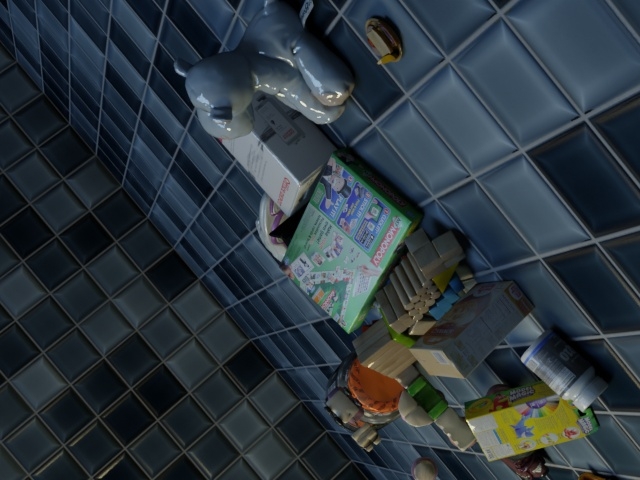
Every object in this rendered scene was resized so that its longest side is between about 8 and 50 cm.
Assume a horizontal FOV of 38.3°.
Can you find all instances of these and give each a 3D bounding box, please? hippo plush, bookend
[{"bbox_3d":[-0.098,-0.266,1.567,0.234,0.236,0.294,45,162,17],"label":"hippo plush"},{"bbox_3d":[0.000,0.000,2.019,0.157,0.156,0.072,55,162,-19],"label":"bookend"}]

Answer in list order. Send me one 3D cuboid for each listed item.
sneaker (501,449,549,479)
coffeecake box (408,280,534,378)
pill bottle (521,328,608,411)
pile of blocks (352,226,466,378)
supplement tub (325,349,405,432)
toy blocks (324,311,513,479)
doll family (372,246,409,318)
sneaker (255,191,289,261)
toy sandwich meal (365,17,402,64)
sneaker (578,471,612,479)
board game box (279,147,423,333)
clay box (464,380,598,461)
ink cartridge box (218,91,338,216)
[{"bbox_3d":[0.448,0.456,1.998,0.162,0.106,0.281,44,172,-2],"label":"sneaker"},{"bbox_3d":[0.267,0.157,1.641,0.068,0.185,0.142,51,162,-7],"label":"coffeecake box"},{"bbox_3d":[0.421,0.224,1.587,0.137,0.078,0.078,43,162,19],"label":"pill bottle"},{"bbox_3d":[0.179,0.105,1.767,0.362,0.149,0.112,-62,36,35],"label":"pile of blocks"},{"bbox_3d":[0.131,0.390,2.424,0.207,0.207,0.338,47,162,8],"label":"supplement tub"},{"bbox_3d":[0.217,0.342,1.968,0.288,0.309,0.260,46,178,10],"label":"toy blocks"},{"bbox_3d":[0.109,0.071,1.901,0.163,0.118,0.263,49,155,30],"label":"doll family"},{"bbox_3d":[-0.120,-0.041,2.293,0.152,0.114,0.305,39,160,28],"label":"sneaker"},{"bbox_3d":[0.090,-0.297,1.387,0.085,0.029,0.085,44,162,18],"label":"toy sandwich meal"},{"bbox_3d":[0.576,0.514,1.809,0.083,0.084,0.215,57,163,-8],"label":"sneaker"},{"bbox_3d":[0.052,0.005,1.827,0.213,0.046,0.317,43,130,20],"label":"board game box"},{"bbox_3d":[0.399,0.335,1.746,0.127,0.222,0.053,60,-160,-29],"label":"clay box"},{"bbox_3d":[-0.106,-0.211,1.901,0.283,0.117,0.207,48,162,7],"label":"ink cartridge box"}]
